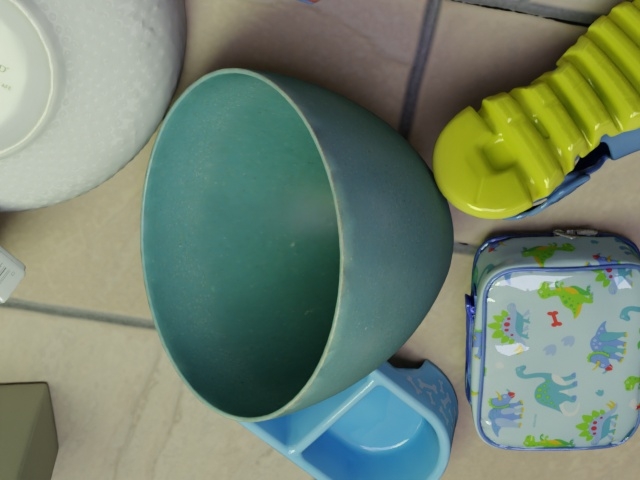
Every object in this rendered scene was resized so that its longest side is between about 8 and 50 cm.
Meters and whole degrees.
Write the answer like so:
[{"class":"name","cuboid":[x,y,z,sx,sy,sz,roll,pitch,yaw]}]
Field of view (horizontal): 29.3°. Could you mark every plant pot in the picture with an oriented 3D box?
[{"class":"plant pot","cuboid":[0.000,0.000,1.063,0.195,0.290,0.290,-3,124,-39]}]

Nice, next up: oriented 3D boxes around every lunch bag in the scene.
[{"class":"lunch bag","cuboid":[0.226,0.098,1.193,0.176,0.090,0.219,-2,118,-1]}]

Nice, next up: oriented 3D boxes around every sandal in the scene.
[{"class":"sandal","cuboid":[0.238,-0.112,1.077,0.317,0.138,0.126,-25,77,-3]}]

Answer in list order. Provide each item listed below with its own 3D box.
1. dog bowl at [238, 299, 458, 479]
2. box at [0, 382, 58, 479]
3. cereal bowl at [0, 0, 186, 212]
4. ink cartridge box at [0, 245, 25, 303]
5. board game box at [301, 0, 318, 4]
[{"class":"dog bowl","cuboid":[0.014,0.159,1.232,0.297,0.074,0.166,39,110,-19]},{"class":"box","cuboid":[-0.329,0.252,1.161,0.113,0.275,0.094,-3,118,2]},{"class":"cereal bowl","cuboid":[-0.285,-0.166,1.022,0.339,0.141,0.339,-1,117,-1]},{"class":"ink cartridge box","cuboid":[-0.380,-0.010,1.083,0.206,0.045,0.208,40,155,-19]},{"class":"board game box","cuboid":[-0.040,-0.272,1.029,0.169,0.033,0.133,15,117,-9]}]
